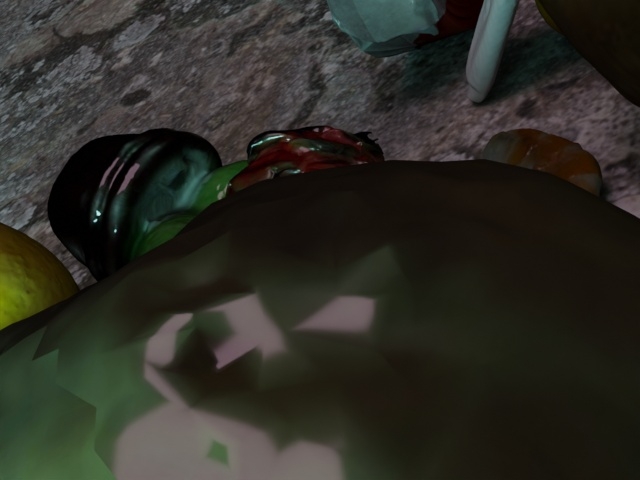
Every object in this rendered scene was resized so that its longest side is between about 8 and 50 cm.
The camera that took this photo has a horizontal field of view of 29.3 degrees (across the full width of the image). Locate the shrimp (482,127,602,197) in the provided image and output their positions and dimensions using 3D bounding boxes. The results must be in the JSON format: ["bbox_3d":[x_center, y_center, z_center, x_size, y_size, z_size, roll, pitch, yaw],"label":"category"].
[{"bbox_3d":[0.152,-0.019,1.003,0.166,0.049,0.161,-47,33,-6],"label":"shrimp"}]

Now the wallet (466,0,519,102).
[{"bbox_3d":[0.172,-0.231,1.169,0.031,0.183,0.124,14,44,3],"label":"wallet"}]

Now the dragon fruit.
[{"bbox_3d":[-0.003,-0.006,1.006,0.182,0.182,0.188,-35,29,0],"label":"dragon fruit"}]

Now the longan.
[{"bbox_3d":[0.015,0.169,0.523,0.436,0.404,0.404,-36,20,50],"label":"longan"}]

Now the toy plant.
[{"bbox_3d":[-0.137,-0.010,1.162,0.235,0.175,0.218,18,48,24],"label":"toy plant"}]

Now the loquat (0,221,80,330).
[{"bbox_3d":[-0.320,0.124,1.031,0.274,0.275,0.275,-25,31,16],"label":"loquat"}]

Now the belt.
[{"bbox_3d":[0.094,-0.329,1.310,0.115,0.227,0.324,-16,33,33],"label":"belt"}]

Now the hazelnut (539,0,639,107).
[{"bbox_3d":[0.332,-0.250,0.900,0.372,0.315,0.372,-2,26,1],"label":"hazelnut"}]

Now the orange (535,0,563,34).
[{"bbox_3d":[0.267,-0.262,1.134,0.159,0.136,0.159,-28,31,18],"label":"orange"}]
